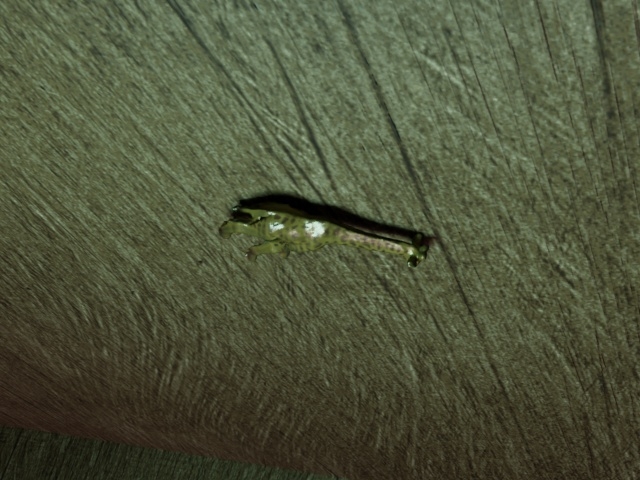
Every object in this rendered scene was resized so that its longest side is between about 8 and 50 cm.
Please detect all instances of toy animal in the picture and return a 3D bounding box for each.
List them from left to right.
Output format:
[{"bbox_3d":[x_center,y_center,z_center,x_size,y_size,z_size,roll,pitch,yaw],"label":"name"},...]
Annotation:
[{"bbox_3d":[-0.004,-0.005,1.150,0.275,0.054,0.149,-1,150,29],"label":"toy animal"}]
